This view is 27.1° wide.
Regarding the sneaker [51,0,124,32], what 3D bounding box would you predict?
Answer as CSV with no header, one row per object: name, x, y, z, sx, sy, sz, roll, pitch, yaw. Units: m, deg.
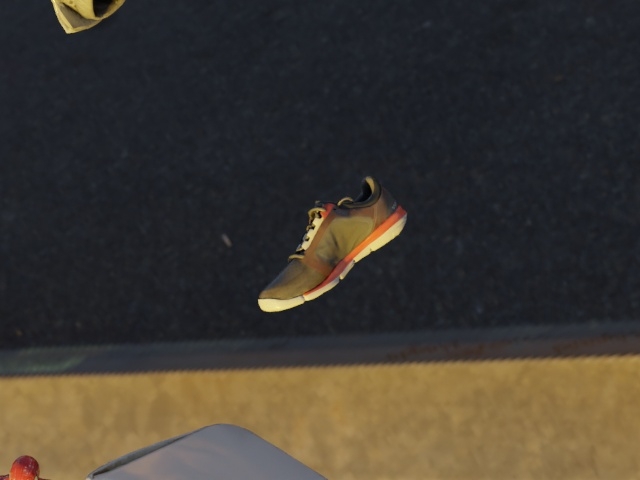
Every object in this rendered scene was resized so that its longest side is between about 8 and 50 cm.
sneaker,0.008,-0.138,0.416,0.281,0.115,0.105,-6,19,35

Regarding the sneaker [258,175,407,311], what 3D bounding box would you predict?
sneaker,0.000,0.000,1.138,0.158,0.065,0.061,-38,16,-23

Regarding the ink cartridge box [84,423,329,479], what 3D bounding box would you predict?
ink cartridge box,-0.046,0.252,0.565,0.207,0.117,0.283,29,104,20

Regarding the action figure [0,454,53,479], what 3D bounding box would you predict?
action figure,-0.281,0.325,1.229,0.091,0.280,0.139,8,35,0
